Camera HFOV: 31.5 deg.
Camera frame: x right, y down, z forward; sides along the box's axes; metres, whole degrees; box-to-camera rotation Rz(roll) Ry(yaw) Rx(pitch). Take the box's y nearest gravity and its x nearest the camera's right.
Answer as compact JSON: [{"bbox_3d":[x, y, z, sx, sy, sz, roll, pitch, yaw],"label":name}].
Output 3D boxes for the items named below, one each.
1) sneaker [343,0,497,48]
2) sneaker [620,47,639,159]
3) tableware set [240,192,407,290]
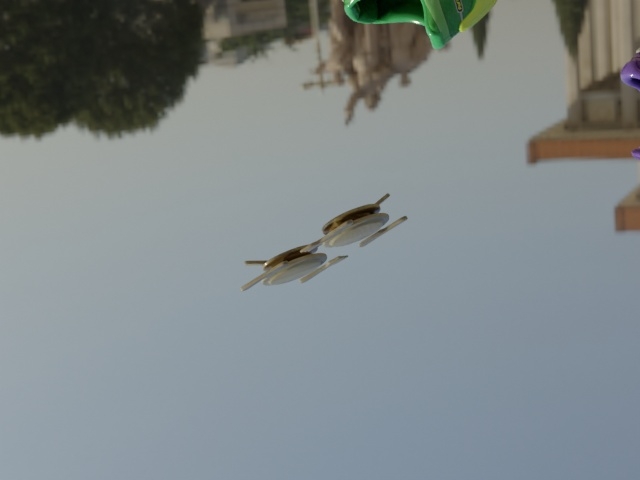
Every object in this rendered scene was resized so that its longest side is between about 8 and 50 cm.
[{"bbox_3d":[0.046,-0.302,1.191,0.295,0.123,0.109,36,175,27],"label":"sneaker"},{"bbox_3d":[0.244,-0.052,0.747,0.071,0.170,0.068,-27,-174,-9],"label":"sneaker"},{"bbox_3d":[0.000,0.000,1.376,0.194,0.039,0.128,-32,164,34],"label":"tableware set"}]
